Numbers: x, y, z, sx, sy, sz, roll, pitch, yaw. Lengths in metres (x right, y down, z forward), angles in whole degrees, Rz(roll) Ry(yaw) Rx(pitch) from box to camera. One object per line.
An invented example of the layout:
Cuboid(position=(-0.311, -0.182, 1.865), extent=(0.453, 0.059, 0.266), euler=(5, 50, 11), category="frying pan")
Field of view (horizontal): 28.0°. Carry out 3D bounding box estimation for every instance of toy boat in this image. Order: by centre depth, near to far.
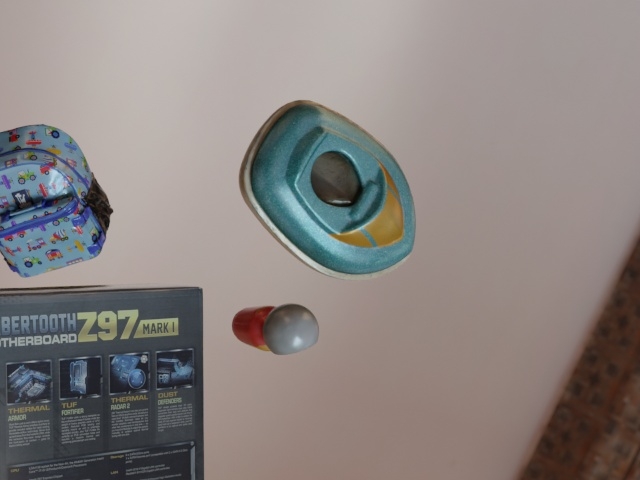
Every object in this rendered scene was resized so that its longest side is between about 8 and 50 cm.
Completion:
Cuboid(position=(0.000, 0.000, 1.596), extent=(0.267, 0.318, 0.148), euler=(34, 163, -26), category="toy boat")

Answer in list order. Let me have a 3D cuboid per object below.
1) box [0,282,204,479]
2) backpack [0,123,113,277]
Cuboid(position=(-0.184, 0.122, 0.830), extent=(0.232, 0.183, 0.059), euler=(-2, -178, -39), category="box")
Cuboid(position=(-0.366, -0.057, 1.655), extent=(0.117, 0.158, 0.173), euler=(-94, -12, -48), category="backpack")
